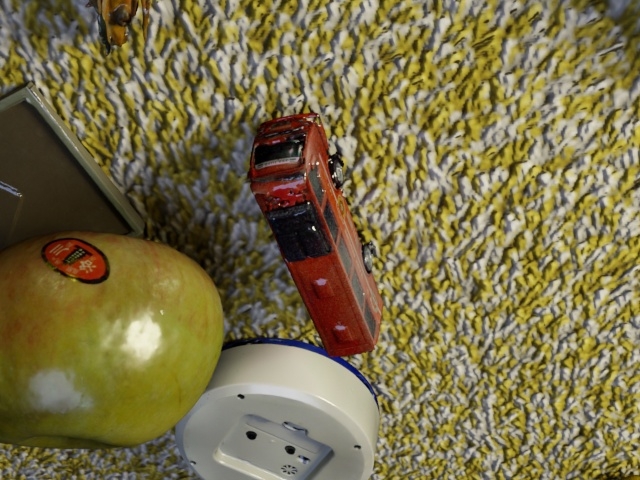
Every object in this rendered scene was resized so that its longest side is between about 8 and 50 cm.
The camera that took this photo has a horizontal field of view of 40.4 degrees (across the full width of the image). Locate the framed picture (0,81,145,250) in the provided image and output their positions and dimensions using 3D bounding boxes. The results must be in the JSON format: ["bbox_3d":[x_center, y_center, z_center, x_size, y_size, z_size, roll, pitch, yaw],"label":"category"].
[{"bbox_3d":[-0.329,-0.035,0.880,0.260,0.023,0.189,-20,123,24],"label":"framed picture"}]

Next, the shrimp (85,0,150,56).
[{"bbox_3d":[-0.192,-0.259,0.654,0.150,0.068,0.248,2,125,24],"label":"shrimp"}]

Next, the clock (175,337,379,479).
[{"bbox_3d":[-0.048,0.217,1.003,0.230,0.083,0.230,3,128,4],"label":"clock"}]

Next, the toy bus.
[{"bbox_3d":[0.000,0.000,0.808,0.074,0.096,0.235,-12,127,15],"label":"toy bus"}]

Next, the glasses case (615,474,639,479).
[{"bbox_3d":[0.325,0.355,1.059,0.079,0.064,0.234,29,128,-15],"label":"glasses case"}]

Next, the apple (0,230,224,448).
[{"bbox_3d":[-0.223,0.100,0.833,0.261,0.194,0.261,-1,161,0],"label":"apple"}]
